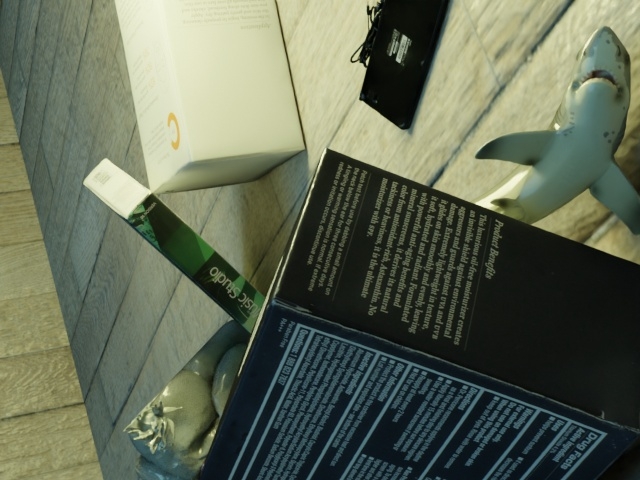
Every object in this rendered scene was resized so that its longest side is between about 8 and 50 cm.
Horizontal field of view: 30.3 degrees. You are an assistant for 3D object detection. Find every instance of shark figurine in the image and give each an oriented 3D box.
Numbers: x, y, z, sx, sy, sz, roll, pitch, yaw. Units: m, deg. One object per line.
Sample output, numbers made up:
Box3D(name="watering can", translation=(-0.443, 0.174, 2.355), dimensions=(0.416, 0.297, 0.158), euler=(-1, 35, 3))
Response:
Box3D(name="shark figurine", translation=(0.168, -0.061, 1.022), dimensions=(0.278, 0.116, 0.166), euler=(-28, 110, 28))

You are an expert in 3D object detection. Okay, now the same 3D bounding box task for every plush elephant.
Box3D(name="plush elephant", translation=(-0.144, 0.310, 1.773), dimensions=(0.255, 0.272, 0.330), euler=(42, -170, 0))

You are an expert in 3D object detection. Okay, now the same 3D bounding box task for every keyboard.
Box3D(name="keyboard", translation=(0.089, -0.219, 1.275), dimensions=(0.100, 0.038, 0.192), euler=(40, 139, 23))

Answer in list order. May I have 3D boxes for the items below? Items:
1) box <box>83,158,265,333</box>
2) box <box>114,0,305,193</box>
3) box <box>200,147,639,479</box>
Box3D(name="box", translation=(-0.188, 0.024, 1.718), dimensions=(0.322, 0.058, 0.232), euler=(44, 174, -28))
Box3D(name="box", translation=(-0.165, -0.259, 1.655), dimensions=(0.215, 0.168, 0.345), euler=(157, 103, -66))
Box3D(name="box", translation=(0.083, 0.118, 1.020), dimensions=(0.296, 0.294, 0.182), euler=(114, 176, -49))
